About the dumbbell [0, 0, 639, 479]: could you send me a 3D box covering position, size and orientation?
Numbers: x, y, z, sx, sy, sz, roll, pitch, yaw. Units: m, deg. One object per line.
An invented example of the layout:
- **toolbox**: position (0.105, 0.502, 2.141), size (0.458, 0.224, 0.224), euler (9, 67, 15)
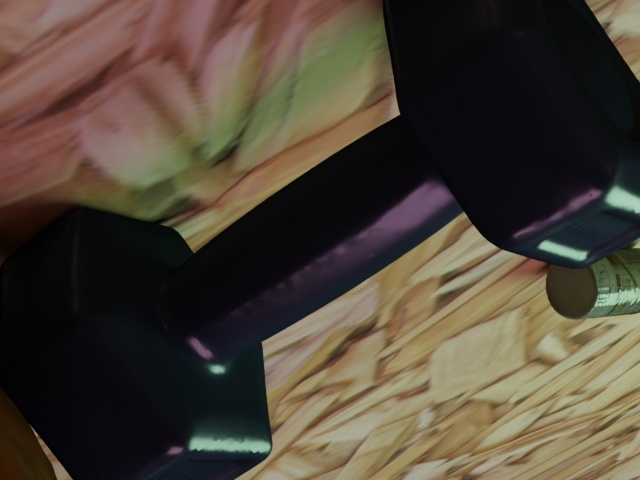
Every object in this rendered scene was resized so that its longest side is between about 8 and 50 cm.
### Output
- **dumbbell**: position (-0.001, 0.000, 0.899), size (0.316, 0.156, 0.143), euler (-33, -173, 22)

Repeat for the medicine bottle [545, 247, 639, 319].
- **medicine bottle**: position (0.195, 0.029, 1.307), size (0.083, 0.047, 0.047), euler (-2, 150, -44)

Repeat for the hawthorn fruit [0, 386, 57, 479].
- **hawthorn fruit**: position (-0.245, 0.235, 0.804), size (0.402, 0.403, 0.403), euler (-21, 159, -9)
